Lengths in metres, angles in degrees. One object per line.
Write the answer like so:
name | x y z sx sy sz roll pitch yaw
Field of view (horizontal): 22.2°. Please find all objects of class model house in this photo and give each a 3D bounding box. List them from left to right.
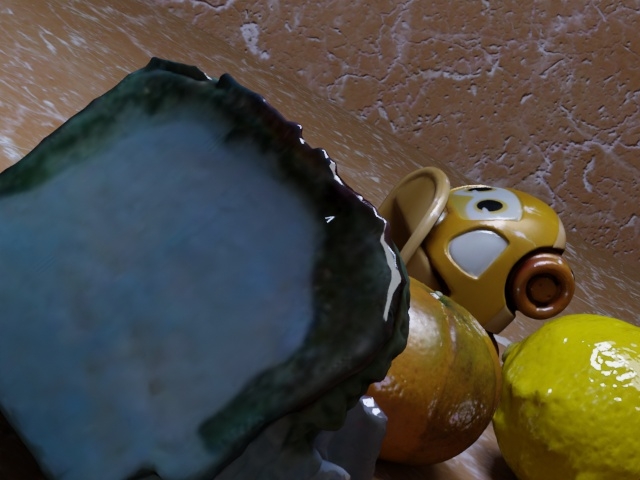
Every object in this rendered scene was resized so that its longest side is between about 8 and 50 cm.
model house | -0.073 0.112 1.267 0.360 0.297 0.339 41 -15 38

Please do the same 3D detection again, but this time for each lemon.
lemon | 0.316 0.206 1.798 0.288 0.233 0.233 44 17 19

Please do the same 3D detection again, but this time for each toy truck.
toy truck | 0.159 0.043 1.997 0.211 0.288 0.204 40 11 -17

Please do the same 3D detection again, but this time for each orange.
orange | 0.076 0.125 1.672 0.240 0.171 0.240 29 15 -8
